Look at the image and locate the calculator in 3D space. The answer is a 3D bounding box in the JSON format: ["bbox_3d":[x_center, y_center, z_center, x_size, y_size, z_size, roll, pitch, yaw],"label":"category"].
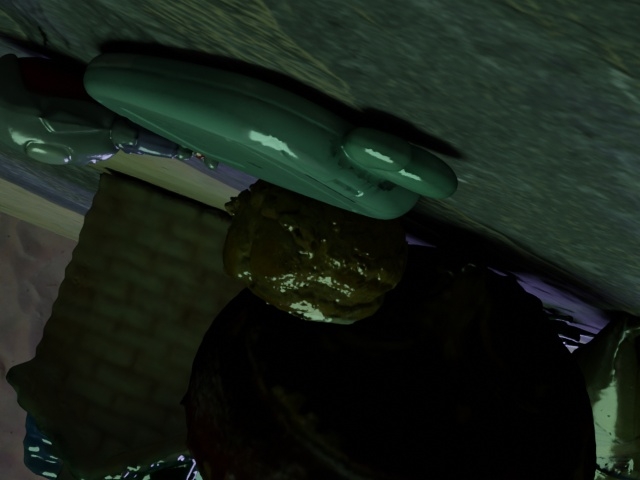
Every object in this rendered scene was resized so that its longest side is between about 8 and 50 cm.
[{"bbox_3d":[-0.038,-0.067,1.071,0.295,0.042,0.184,17,172,45],"label":"calculator"}]

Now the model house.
[{"bbox_3d":[-0.154,0.180,1.976,0.395,0.400,0.445,24,173,8],"label":"model house"}]

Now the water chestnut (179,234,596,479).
[{"bbox_3d":[0.061,0.121,1.341,0.350,0.302,0.350,14,-141,-11],"label":"water chestnut"}]

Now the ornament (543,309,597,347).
[{"bbox_3d":[0.211,0.082,1.563,0.073,0.028,0.125,25,171,-34],"label":"ornament"}]

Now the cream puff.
[{"bbox_3d":[-0.002,-0.003,1.205,0.126,0.103,0.144,-1,-158,-36],"label":"cream puff"}]

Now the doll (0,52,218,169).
[{"bbox_3d":[-0.186,-0.093,1.239,0.227,0.075,0.102,11,-173,-18],"label":"doll"}]

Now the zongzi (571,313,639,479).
[{"bbox_3d":[0.328,0.142,1.508,0.260,0.123,0.289,-4,140,-23],"label":"zongzi"}]
